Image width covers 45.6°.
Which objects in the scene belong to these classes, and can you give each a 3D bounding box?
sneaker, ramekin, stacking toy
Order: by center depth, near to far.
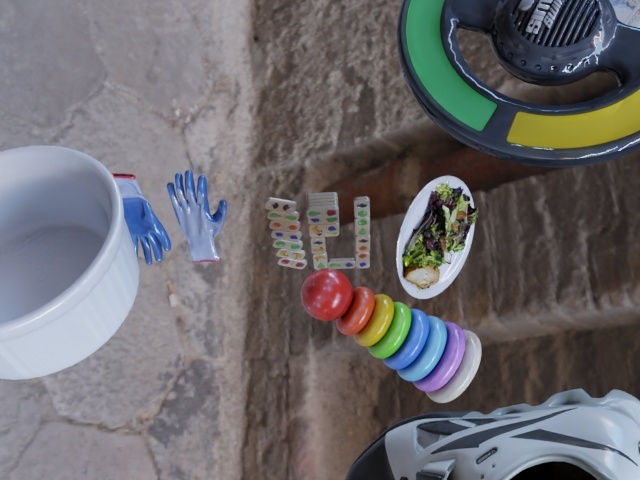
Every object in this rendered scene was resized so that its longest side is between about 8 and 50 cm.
[{"bbox_3d":[0.141,0.235,0.716,0.123,0.330,0.146,61,29,-4],"label":"sneaker"},{"bbox_3d":[-0.354,0.030,0.911,0.135,0.277,0.277,81,20,-50],"label":"ramekin"},{"bbox_3d":[0.113,0.148,1.323,0.330,0.141,0.141,32,48,-14],"label":"stacking toy"}]

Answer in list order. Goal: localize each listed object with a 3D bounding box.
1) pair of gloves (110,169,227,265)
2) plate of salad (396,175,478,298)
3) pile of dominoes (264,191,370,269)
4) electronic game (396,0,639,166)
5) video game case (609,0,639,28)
[{"bbox_3d":[-0.225,-0.030,1.117,0.023,0.198,0.159,-66,153,-53],"label":"pair of gloves"},{"bbox_3d":[0.191,-0.001,1.193,0.199,0.048,0.200,-17,115,-41],"label":"plate of salad"},{"bbox_3d":[0.000,0.000,1.480,0.251,0.195,0.040,84,3,-55],"label":"pile of dominoes"},{"bbox_3d":[0.170,-0.157,0.560,0.048,0.229,0.229,68,22,-65],"label":"electronic game"},{"bbox_3d":[0.340,-0.311,0.957,0.157,0.143,0.019,39,10,18],"label":"video game case"}]
